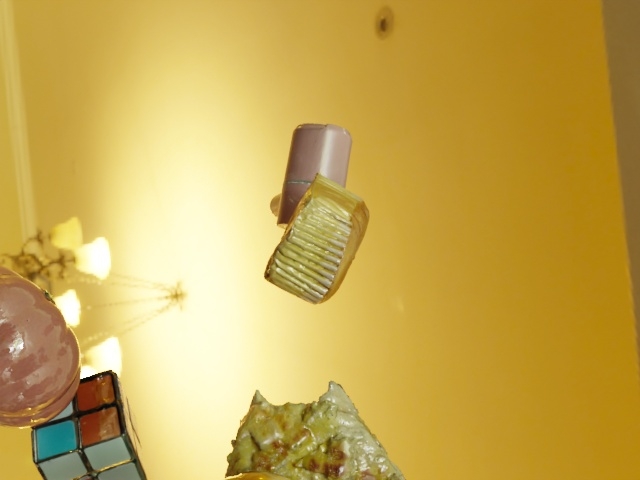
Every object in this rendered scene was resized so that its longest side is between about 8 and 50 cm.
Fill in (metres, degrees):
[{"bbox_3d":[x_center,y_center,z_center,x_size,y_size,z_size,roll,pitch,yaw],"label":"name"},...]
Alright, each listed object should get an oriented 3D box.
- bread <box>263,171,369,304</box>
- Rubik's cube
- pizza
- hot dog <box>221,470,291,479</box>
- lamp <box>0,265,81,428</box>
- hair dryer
[{"bbox_3d":[0.000,0.000,1.419,0.250,0.133,0.179,-71,-173,-67],"label":"bread"},{"bbox_3d":[-0.455,0.389,1.623,0.183,0.180,0.167,-121,-163,-49],"label":"Rubik's cube"},{"bbox_3d":[-0.030,0.340,1.300,0.089,0.323,0.223,14,68,-82],"label":"pizza"},{"bbox_3d":[-0.201,0.472,1.123,0.223,0.405,0.185,-107,-177,-58],"label":"hot dog"},{"bbox_3d":[-0.552,0.189,1.389,0.305,0.239,0.305,30,-39,27],"label":"lamp"},{"bbox_3d":[-0.047,-0.112,1.753,0.352,0.125,0.211,168,-68,-71],"label":"hair dryer"}]
